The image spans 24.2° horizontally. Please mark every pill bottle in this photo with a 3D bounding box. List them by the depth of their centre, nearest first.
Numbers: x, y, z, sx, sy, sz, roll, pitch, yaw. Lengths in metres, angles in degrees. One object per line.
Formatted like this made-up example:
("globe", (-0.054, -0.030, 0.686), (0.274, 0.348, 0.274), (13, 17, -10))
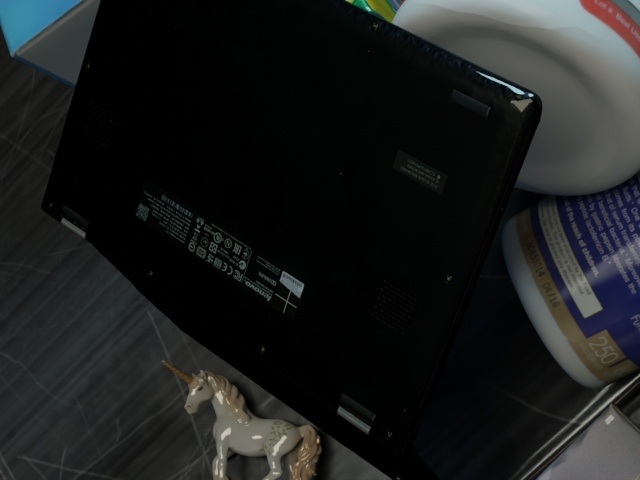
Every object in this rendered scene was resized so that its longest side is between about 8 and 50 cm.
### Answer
("pill bottle", (0.285, -0.008, 1.130), (0.265, 0.153, 0.153), (-30, 65, 19))
("pill bottle", (0.214, -0.230, 1.137), (0.210, 0.210, 0.363), (13, 57, 31))

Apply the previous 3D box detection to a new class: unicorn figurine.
("unicorn figurine", (-0.070, 0.179, 1.336), (0.162, 0.060, 0.111), (9, 81, 14))

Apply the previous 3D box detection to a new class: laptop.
("laptop", (0.000, 0.000, 1.163), (0.382, 0.236, 0.408), (31, 113, 31))

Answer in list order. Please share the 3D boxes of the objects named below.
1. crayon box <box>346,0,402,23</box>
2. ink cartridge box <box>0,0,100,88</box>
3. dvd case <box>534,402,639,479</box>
("crayon box", (0.031, -0.168, 1.238), (0.081, 0.278, 0.165), (-39, 62, 11))
("ink cartridge box", (-0.206, -0.304, 1.451), (0.197, 0.198, 0.270), (-32, 64, 19))
("dvd case", (0.243, 0.258, 1.126), (0.221, 0.018, 0.164), (45, 100, 13))
